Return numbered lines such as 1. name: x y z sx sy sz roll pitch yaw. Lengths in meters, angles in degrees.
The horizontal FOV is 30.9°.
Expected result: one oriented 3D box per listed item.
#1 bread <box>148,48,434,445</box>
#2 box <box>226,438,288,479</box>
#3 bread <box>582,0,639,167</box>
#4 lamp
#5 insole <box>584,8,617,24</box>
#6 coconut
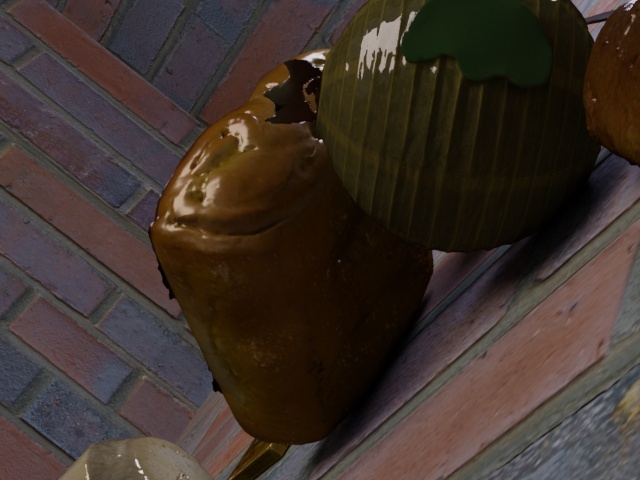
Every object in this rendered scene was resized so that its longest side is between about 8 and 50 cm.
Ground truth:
1. bread: 0.007 0.002 1.141 0.328 0.148 0.337 -49 -42 -36
2. box: -0.064 0.254 1.443 0.089 0.022 0.156 -53 3 -39
3. bread: 0.229 -0.100 0.708 0.344 0.084 0.124 -71 -3 -80
4. lamp: 0.094 -0.112 0.974 0.250 0.284 0.250 5 -90 -86
5. insole: 0.317 -0.251 1.296 0.111 0.007 0.328 -17 8 1
6. coconut: -0.208 0.322 1.196 0.222 0.202 0.202 -48 4 11
